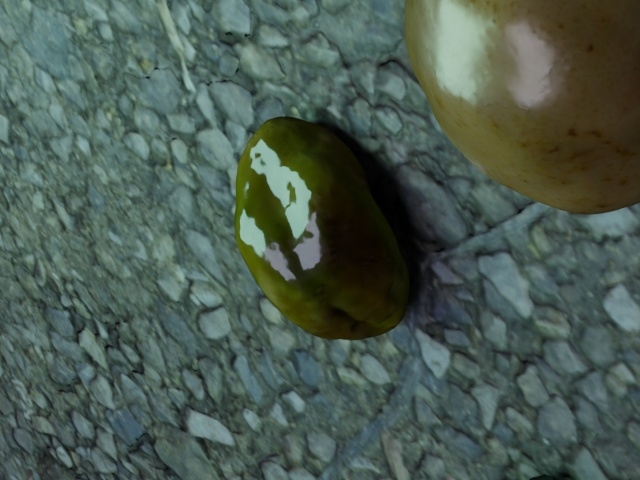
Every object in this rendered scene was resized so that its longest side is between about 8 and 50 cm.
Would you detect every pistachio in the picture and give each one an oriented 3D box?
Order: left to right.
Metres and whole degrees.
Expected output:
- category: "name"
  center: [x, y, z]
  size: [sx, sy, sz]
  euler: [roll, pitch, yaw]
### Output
- category: "pistachio"
  center: [-0.004, 0.000, 1.352]
  size: [0.189, 0.110, 0.100]
  euler: [65, 176, -17]

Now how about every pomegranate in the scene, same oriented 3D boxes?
- category: "pomegranate"
  center: [0.142, -0.114, 0.989]
  size: [0.207, 0.207, 0.207]
  euler: [31, 140, 30]

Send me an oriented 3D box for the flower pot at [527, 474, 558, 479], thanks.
- category: "flower pot"
  center: [0.168, 0.252, 1.365]
  size: [0.157, 0.107, 0.157]
  euler: [29, 139, 28]
